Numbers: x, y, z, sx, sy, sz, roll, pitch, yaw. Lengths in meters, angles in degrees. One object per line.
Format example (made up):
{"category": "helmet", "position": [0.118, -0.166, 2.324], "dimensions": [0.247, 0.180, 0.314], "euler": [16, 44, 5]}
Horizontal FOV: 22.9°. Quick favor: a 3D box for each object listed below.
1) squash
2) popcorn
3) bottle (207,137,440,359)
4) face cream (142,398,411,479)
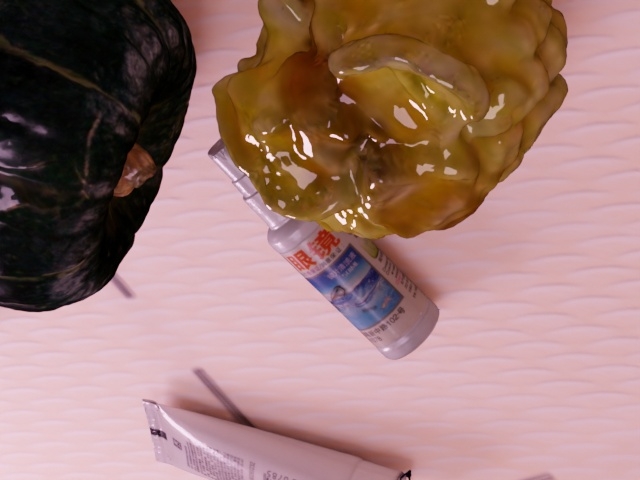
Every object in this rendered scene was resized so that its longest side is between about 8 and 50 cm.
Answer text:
{"category": "squash", "position": [-0.186, -0.075, 1.070], "dimensions": [0.165, 0.252, 0.252], "euler": [20, 134, -2]}
{"category": "popcorn", "position": [0.041, -0.096, 0.984], "dimensions": [0.235, 0.217, 0.181], "euler": [-30, 109, 26]}
{"category": "bottle", "position": [0.000, 0.000, 1.191], "dimensions": [0.060, 0.060, 0.217], "euler": [-31, 111, 38]}
{"category": "face cream", "position": [-0.042, 0.199, 1.385], "dimensions": [0.244, 0.058, 0.092], "euler": [14, 139, 18]}
